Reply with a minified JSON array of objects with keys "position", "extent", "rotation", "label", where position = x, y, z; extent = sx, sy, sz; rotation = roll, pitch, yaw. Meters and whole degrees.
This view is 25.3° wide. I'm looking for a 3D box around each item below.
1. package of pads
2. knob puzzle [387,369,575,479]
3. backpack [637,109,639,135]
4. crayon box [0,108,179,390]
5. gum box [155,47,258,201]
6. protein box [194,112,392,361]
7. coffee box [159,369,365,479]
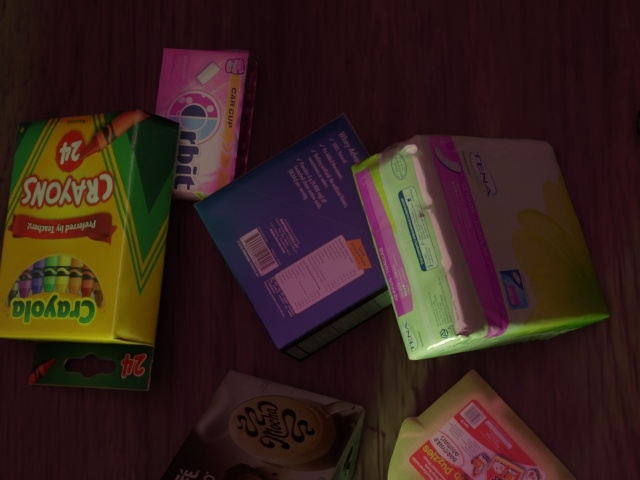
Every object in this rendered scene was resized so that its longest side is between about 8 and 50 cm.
[{"position":[0.176,-0.001,1.548],"extent":[0.101,0.297,0.229],"rotation":[-26,75,37],"label":"package of pads"},{"position":[0.163,0.275,1.626],"extent":[0.213,0.030,0.213],"rotation":[-1,80,8],"label":"knob puzzle"},{"position":[0.462,-0.174,1.618],"extent":[0.152,0.115,0.182],"rotation":[31,83,15],"label":"backpack"},{"position":[-0.279,0.013,1.677],"extent":[0.202,0.081,0.318],"rotation":[-2,78,35],"label":"crayon box"},{"position":[-0.142,-0.143,1.731],"extent":[0.107,0.062,0.188],"rotation":[4,81,10],"label":"gum box"},{"position":[0.000,0.000,1.646],"extent":[0.201,0.136,0.199],"rotation":[-31,77,2],"label":"protein box"},{"position":[-0.076,0.281,1.523],"extent":[0.168,0.297,0.118],"rotation":[15,120,11],"label":"coffee box"}]
